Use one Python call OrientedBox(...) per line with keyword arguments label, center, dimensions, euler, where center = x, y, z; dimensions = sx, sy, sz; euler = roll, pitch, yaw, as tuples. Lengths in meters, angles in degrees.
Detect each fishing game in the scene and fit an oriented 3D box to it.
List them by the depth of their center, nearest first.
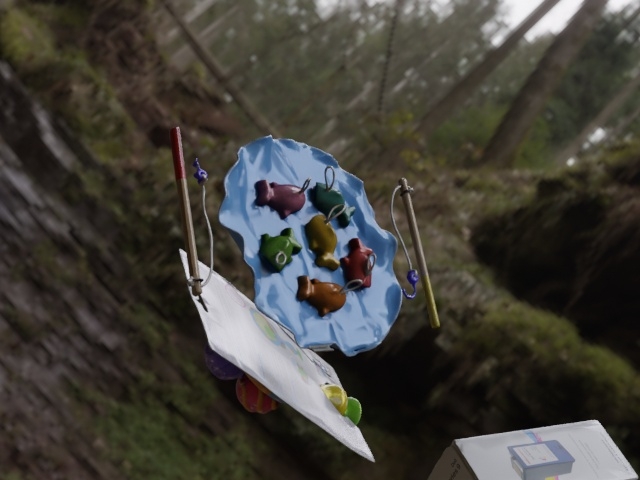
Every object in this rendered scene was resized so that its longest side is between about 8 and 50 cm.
OrientedBox(label="fishing game", center=(0.000, 0.000, 1.114), dimensions=(0.041, 0.264, 0.189), euler=(-31, -123, 39))

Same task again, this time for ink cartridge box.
OrientedBox(label="ink cartridge box", center=(0.213, 0.286, 1.575), dimensions=(0.093, 0.212, 0.154), euler=(59, -43, 39))

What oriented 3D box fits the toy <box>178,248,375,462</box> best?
OrientedBox(label="toy", center=(-0.053, 0.120, 1.330), dimensions=(0.237, 0.056, 0.137), euler=(36, 18, -38))
